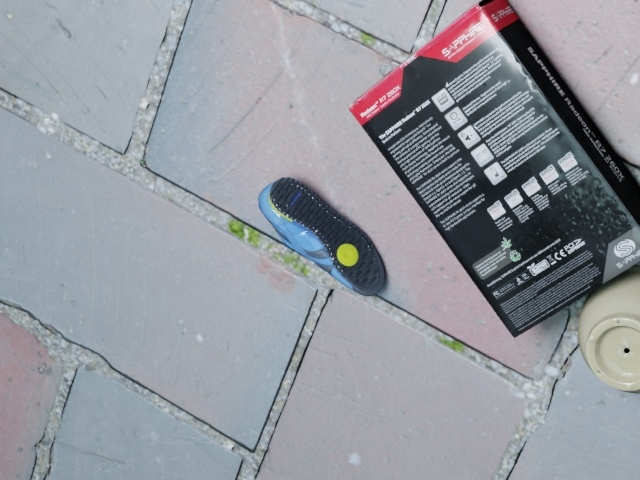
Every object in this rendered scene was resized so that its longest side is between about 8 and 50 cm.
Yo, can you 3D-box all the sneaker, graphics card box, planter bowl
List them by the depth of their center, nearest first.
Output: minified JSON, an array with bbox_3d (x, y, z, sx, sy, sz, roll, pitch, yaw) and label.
[{"bbox_3d":[0.390,0.123,1.861,0.162,0.109,0.162,9,111,24],"label":"planter bowl"},{"bbox_3d":[0.235,-0.090,1.872,0.233,0.094,0.371,-37,88,30],"label":"graphics card box"},{"bbox_3d":[0.000,0.000,2.043,0.209,0.069,0.082,43,153,-3],"label":"sneaker"}]
